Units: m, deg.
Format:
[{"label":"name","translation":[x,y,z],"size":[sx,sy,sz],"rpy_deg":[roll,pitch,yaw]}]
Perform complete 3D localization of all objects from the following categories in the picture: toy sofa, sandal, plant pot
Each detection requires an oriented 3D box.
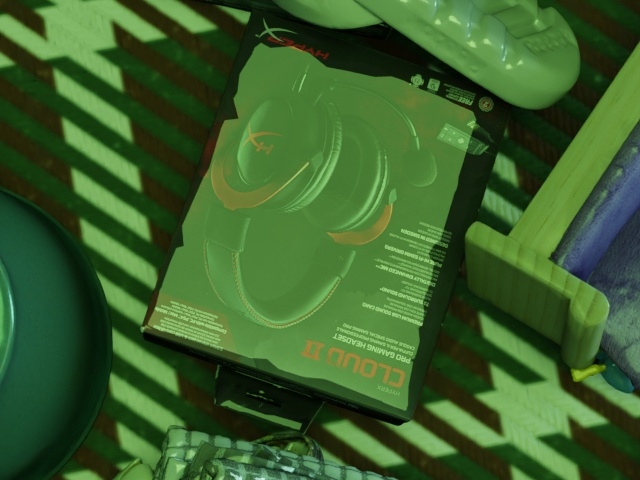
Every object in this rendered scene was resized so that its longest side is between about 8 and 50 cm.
[{"label":"toy sofa","translation":[0.272,-0.076,1.279],"size":[0.177,0.150,0.362],"rpy_deg":[32,78,14]},{"label":"sandal","translation":[0.004,-0.214,1.294],"size":[0.416,0.169,0.102],"rpy_deg":[37,123,4]},{"label":"plant pot","translation":[-0.294,0.071,1.226],"size":[0.271,0.255,0.272],"rpy_deg":[0,84,-3]}]

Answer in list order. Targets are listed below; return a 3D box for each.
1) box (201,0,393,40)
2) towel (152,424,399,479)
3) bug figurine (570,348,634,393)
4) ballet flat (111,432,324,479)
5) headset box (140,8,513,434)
[{"label":"box","translation":[-0.032,-0.272,1.381],"size":[0.220,0.051,0.175],"rpy_deg":[13,83,-1]},{"label":"towel","translation":[-0.030,0.294,1.215],"size":[0.235,0.121,0.284],"rpy_deg":[18,86,-13]},{"label":"bug figurine","translation":[0.334,0.101,1.341],"size":[0.279,0.072,0.216],"rpy_deg":[-12,79,0]},{"label":"ballet flat","translation":[-0.102,0.192,1.296],"size":[0.221,0.079,0.077],"rpy_deg":[-17,50,-11]},{"label":"headset box","translation":[0.000,0.000,1.320],"size":[0.218,0.110,0.293],"rpy_deg":[19,82,-1]}]
